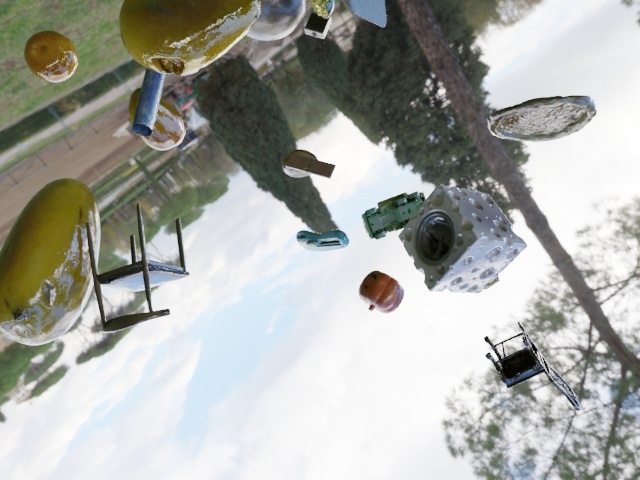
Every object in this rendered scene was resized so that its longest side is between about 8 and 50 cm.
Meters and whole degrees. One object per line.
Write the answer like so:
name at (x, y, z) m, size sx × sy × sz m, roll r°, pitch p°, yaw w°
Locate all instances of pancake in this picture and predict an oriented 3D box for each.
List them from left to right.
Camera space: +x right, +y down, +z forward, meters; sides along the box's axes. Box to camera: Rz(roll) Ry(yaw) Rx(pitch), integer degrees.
pancake at (0.527, -0.289, 1.181) m, size 0.249 × 0.031 × 0.250 m, roll 1°, pitch 171°, yaw 0°

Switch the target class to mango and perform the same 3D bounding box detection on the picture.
mango at (-0.667, 0.036, 1.234) m, size 0.301 × 0.220 × 0.445 m, roll -48°, pitch -148°, yaw 47°
mango at (-0.594, -0.426, 1.777) m, size 0.139 × 0.254 × 0.176 m, roll -3°, pitch -109°, yaw 23°
mango at (-0.313, -0.553, 1.212) m, size 0.364 × 0.253 × 0.182 m, roll -29°, pitch 176°, yaw -13°

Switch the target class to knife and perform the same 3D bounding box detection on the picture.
knife at (0.000, 0.000, 1.189) m, size 0.031 × 0.064 × 0.222 m, roll -39°, pitch -163°, yaw -25°

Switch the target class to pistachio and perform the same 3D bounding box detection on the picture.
pistachio at (-0.079, -0.305, 1.957) m, size 0.149 × 0.113 × 0.113 m, roll 9°, pitch -149°, yaw 11°

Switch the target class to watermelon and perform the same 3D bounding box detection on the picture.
watermelon at (0.008, -0.736, 1.506) m, size 0.062 × 0.105 × 0.105 m, roll -34°, pitch -163°, yaw -3°

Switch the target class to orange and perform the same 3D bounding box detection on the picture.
orange at (-0.830, -0.567, 1.530) m, size 0.154 × 0.155 × 0.134 m, roll -38°, pitch 176°, yaw -4°

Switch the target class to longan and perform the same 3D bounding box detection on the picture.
longan at (-0.175, -0.710, 1.433) m, size 0.300 × 0.243 × 0.300 m, roll 8°, pitch -173°, yaw -1°

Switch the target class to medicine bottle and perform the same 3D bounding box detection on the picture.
medicine bottle at (0.350, -0.132, 2.078) m, size 0.188 × 0.132 × 0.088 m, roll -20°, pitch 175°, yaw 22°

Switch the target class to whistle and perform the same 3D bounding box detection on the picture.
whistle at (-0.497, -0.451, 1.459) m, size 0.062 × 0.062 × 0.304 m, roll -20°, pitch -122°, yaw 43°

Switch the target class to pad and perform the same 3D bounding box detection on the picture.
pad at (0.106, -0.667, 1.194) m, size 0.004 × 0.267 × 0.181 m, roll -3°, pitch -176°, yaw 37°

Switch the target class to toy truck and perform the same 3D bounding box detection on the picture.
toy truck at (0.280, -0.085, 1.876) m, size 0.259 × 0.128 × 0.135 m, roll -21°, pitch 178°, yaw -17°

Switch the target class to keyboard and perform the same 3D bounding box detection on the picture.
keyboard at (-0.032, -0.238, 1.593) m, size 0.165 × 0.017 × 0.055 m, roll 18°, pitch -107°, yaw 22°

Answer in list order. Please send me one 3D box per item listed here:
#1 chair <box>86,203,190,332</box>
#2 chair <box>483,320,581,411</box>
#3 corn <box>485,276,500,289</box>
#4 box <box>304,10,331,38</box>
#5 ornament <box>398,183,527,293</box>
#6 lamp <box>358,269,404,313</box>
chair at (-0.429, 0.080, 1.173) m, size 0.188 × 0.272 × 0.166 m, roll -16°, pitch 163°, yaw 19°
chair at (0.505, 0.321, 1.182) m, size 0.113 × 0.229 × 0.106 m, roll -34°, pitch -177°, yaw 23°
corn at (0.597, 0.048, 2.032) m, size 0.130 × 0.347 × 0.130 m, roll -33°, pitch 167°, yaw -8°
box at (-0.011, -0.802, 1.840) m, size 0.035 × 0.079 × 0.083 m, roll 57°, pitch 54°, yaw -75°
ornament at (0.438, 0.000, 1.551) m, size 0.239 × 0.239 × 0.240 m, roll -57°, pitch -139°, yaw 36°
lamp at (0.244, 0.219, 2.018) m, size 0.164 × 0.187 × 0.187 m, roll -56°, pitch -159°, yaw -11°
